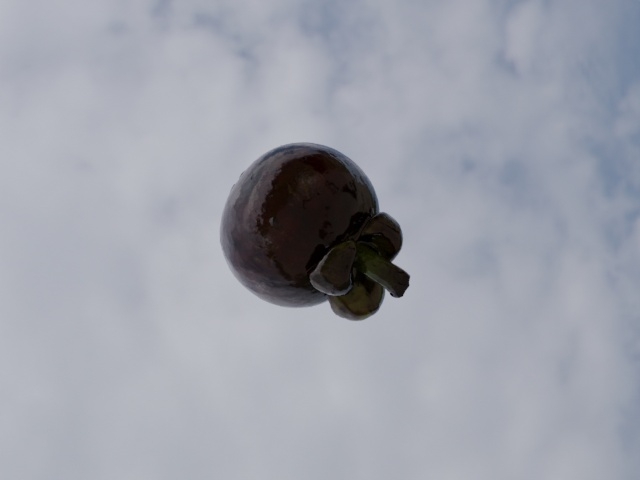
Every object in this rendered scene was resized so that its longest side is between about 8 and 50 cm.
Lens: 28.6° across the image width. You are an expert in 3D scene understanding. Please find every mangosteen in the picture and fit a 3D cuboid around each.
[{"bbox_3d":[0.000,0.000,1.561,0.215,0.257,0.215,-46,-19,-21],"label":"mangosteen"}]
